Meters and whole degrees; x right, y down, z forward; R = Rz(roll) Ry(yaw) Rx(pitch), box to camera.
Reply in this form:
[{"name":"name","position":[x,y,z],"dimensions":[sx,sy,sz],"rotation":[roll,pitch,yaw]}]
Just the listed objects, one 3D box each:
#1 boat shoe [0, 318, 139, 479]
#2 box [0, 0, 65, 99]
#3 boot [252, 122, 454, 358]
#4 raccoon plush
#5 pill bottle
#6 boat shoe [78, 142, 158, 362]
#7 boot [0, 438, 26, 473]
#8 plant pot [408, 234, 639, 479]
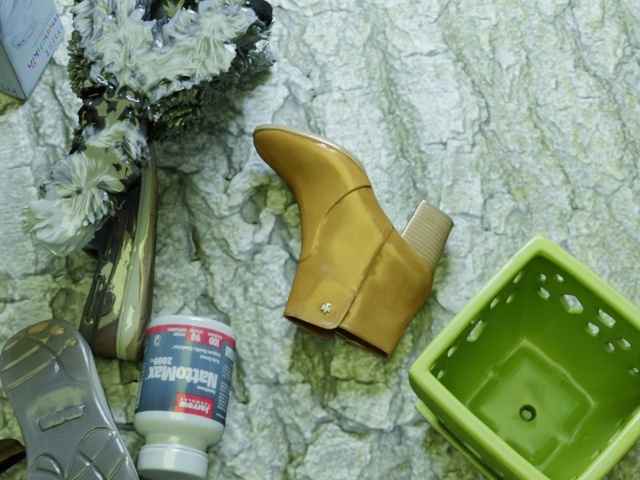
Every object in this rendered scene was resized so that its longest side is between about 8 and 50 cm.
[{"name":"boat shoe","position":[-0.266,0.260,1.399],"dimensions":[0.132,0.130,0.355],"rotation":[-16,62,-1]},{"name":"box","position":[-0.487,-0.320,1.582],"dimensions":[0.262,0.231,0.126],"rotation":[21,70,9]},{"name":"boot","position":[0.001,0.001,1.519],"dimensions":[0.295,0.104,0.211],"rotation":[29,71,7]},{"name":"raccoon plush","position":[-0.220,-0.181,1.520],"dimensions":[0.216,0.299,0.446],"rotation":[39,84,7]},{"name":"pill bottle","position":[-0.161,0.187,1.444],"dimensions":[0.108,0.108,0.180],"rotation":[5,69,2]},{"name":"boat shoe","position":[-0.250,0.007,1.521],"dimensions":[0.092,0.103,0.285],"rotation":[3,74,-3]},{"name":"boot","position":[-0.457,0.246,1.437],"dimensions":[0.219,0.082,0.106],"rotation":[-20,72,-5]},{"name":"plant pot","position":[0.245,0.169,1.393],"dimensions":[0.227,0.207,0.228],"rotation":[42,74,15]}]
